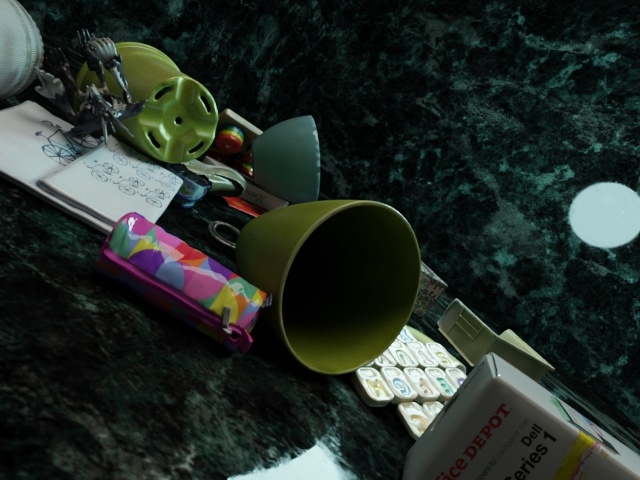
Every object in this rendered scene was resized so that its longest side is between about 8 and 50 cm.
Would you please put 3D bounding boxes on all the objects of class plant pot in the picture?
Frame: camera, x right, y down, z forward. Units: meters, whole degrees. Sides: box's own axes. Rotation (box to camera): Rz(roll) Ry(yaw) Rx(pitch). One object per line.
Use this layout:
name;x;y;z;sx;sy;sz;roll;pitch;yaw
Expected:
plant pot;-0.027;0.043;0.851;0.275;0.274;0.294;26;-2;-37
plant pot;-0.369;-0.290;1.088;0.254;0.275;0.276;28;4;43
plant pot;-0.124;-0.257;1.587;0.196;0.289;0.290;-4;20;-11

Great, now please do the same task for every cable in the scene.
cable;-0.119;0.056;1.045;0.288;0.072;0.139;18;44;-6

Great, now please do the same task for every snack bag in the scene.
snack bag;-0.432;-0.141;0.869;0.343;0.037;0.323;31;19;-15

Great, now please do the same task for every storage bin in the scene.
storage bin;0.545;0.334;1.553;0.262;0.123;0.260;29;11;-22

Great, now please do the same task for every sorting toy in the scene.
sorting toy;-0.308;-0.316;1.727;0.256;0.089;0.257;30;-31;-34

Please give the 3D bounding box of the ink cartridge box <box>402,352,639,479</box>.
ink cartridge box;0.263;0.304;0.578;0.278;0.201;0.117;36;10;13

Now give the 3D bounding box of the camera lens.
camera lens;-0.623;-0.341;0.812;0.220;0.219;0.274;31;10;-15

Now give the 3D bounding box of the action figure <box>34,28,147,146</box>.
action figure;-0.439;-0.293;0.908;0.275;0.164;0.140;50;-14;34

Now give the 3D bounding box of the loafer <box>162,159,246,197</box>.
loafer;-0.315;-0.159;1.346;0.251;0.094;0.087;13;46;-39

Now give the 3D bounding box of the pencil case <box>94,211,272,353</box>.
pencil case;-0.183;0.058;0.658;0.237;0.104;0.104;32;10;-3

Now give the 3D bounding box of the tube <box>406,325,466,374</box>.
tube;0.254;0.260;1.188;0.240;0.062;0.070;40;-29;58

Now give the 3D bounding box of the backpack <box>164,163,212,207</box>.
backpack;-0.321;-0.126;1.126;0.105;0.084;0.114;32;5;-3

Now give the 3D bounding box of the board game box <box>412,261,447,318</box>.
board game box;0.239;0.100;1.647;0.291;0.141;0.232;30;10;-19

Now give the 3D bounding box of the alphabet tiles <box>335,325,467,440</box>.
alphabet tiles;0.162;0.237;0.888;0.284;0.021;0.278;11;30;-35

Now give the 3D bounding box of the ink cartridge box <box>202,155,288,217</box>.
ink cartridge box;-0.225;-0.149;1.601;0.296;0.066;0.261;23;13;-45
